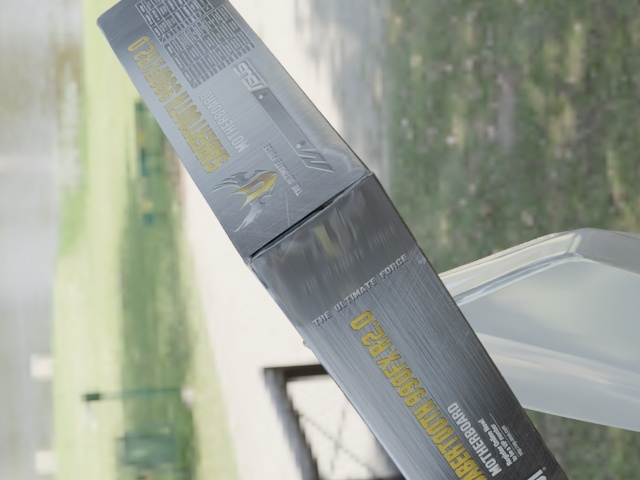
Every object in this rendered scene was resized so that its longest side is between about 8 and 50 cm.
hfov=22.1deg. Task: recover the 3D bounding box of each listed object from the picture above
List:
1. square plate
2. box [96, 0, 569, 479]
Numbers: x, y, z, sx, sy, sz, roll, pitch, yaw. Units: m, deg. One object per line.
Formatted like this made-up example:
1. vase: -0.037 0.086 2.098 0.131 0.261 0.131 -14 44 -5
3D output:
1. square plate: 0.214 0.067 1.103 0.344 0.347 0.049 -25 54 60
2. box: 0.000 0.000 0.690 0.183 0.056 0.231 54 180 -36
